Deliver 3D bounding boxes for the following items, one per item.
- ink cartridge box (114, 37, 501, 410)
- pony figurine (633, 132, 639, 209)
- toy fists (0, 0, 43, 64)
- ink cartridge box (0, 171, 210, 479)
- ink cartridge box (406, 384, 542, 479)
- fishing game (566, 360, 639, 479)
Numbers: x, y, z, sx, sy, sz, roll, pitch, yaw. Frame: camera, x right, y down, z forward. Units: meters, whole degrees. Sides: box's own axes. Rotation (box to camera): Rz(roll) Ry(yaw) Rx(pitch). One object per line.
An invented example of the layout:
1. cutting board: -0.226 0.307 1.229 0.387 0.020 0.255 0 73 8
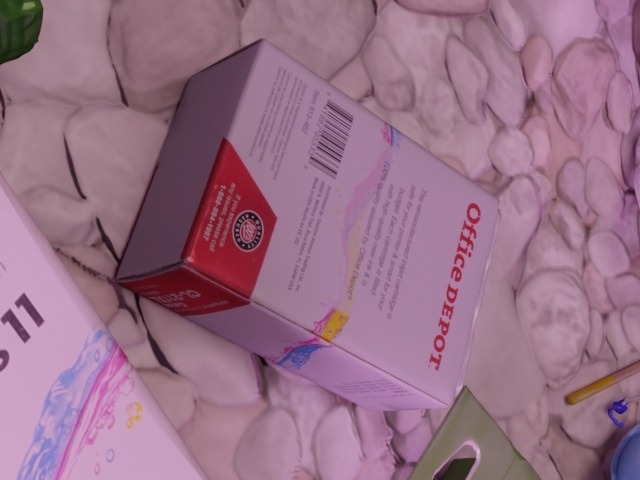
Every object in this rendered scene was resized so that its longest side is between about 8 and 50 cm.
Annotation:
1. ink cartridge box: 0.000 0.000 0.609 0.175 0.072 0.127 31 63 -29
2. pony figurine: 0.358 -0.136 0.825 0.363 0.303 0.351 23 35 -29
3. toy fists: -0.229 -0.158 0.450 0.142 0.096 0.279 -39 106 -35
4. ink cartridge box: -0.165 0.090 0.371 0.207 0.119 0.353 -52 130 -33
5. ink cartridge box: 0.096 0.194 0.651 0.209 0.062 0.109 52 55 -18
6. fishing game: 0.259 0.201 0.764 0.189 0.041 0.264 -22 74 -39
